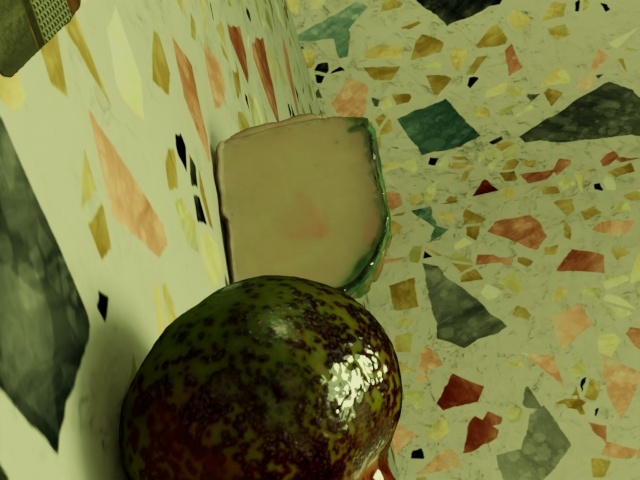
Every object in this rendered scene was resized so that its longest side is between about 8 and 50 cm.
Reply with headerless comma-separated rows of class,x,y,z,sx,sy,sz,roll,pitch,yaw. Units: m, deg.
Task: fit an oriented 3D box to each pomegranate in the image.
pomegranate,-0.019,0.147,0.709,0.248,0.214,0.214,51,1,11

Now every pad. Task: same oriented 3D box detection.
pad,-0.170,-0.155,0.734,0.323,0.055,0.250,56,14,-22

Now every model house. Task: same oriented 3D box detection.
model house,0.000,0.000,1.296,0.237,0.202,0.237,62,16,-66
